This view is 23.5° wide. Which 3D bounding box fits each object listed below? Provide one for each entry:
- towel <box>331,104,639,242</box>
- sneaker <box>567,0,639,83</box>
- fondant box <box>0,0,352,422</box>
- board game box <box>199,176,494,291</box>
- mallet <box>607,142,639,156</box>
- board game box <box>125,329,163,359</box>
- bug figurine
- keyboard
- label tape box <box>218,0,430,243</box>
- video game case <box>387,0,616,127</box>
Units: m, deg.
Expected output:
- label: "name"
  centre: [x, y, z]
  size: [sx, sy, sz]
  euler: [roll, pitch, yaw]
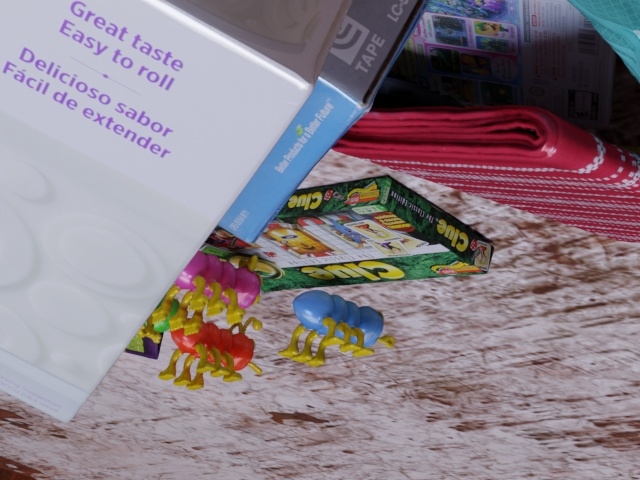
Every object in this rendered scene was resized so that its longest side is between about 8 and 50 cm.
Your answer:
- label: "towel"
  centre: [0.162, -0.033, 0.919]
  size: [0.275, 0.031, 0.199]
  euler: [15, 176, -36]
- label: "sneaker"
  centre: [0.205, -0.084, 0.774]
  size: [0.107, 0.110, 0.275]
  euler: [-7, 152, 45]
- label: "fondant box"
  centre: [-0.155, -0.068, 0.682]
  size: [0.238, 0.096, 0.330]
  euler: [29, 142, -9]
- label: "board game box"
  centre: [0.000, 0.000, 1.265]
  size: [0.260, 0.030, 0.136]
  euler: [-7, 154, 45]
- label: "mallet"
  centre: [0.182, -0.060, 0.975]
  size: [0.190, 0.039, 0.062]
  euler: [6, 161, 30]
- label: "board game box"
  centre: [-0.256, 0.031, 1.492]
  size: [0.208, 0.056, 0.347]
  euler: [10, 161, -2]
- label: "bug figurine"
  centre: [-0.080, 0.068, 1.352]
  size: [0.216, 0.072, 0.279]
  euler: [23, 156, -34]
- label: "keyboard"
  centre: [0.013, -0.097, 0.977]
  size: [0.100, 0.038, 0.192]
  euler: [14, 172, -22]
- label: "label tape box"
  centre: [-0.130, -0.149, 0.789]
  size: [0.334, 0.106, 0.240]
  euler: [31, 158, -6]
- label: "video game case"
  centre: [0.100, -0.114, 0.896]
  size: [0.143, 0.019, 0.157]
  euler: [9, 161, 12]
